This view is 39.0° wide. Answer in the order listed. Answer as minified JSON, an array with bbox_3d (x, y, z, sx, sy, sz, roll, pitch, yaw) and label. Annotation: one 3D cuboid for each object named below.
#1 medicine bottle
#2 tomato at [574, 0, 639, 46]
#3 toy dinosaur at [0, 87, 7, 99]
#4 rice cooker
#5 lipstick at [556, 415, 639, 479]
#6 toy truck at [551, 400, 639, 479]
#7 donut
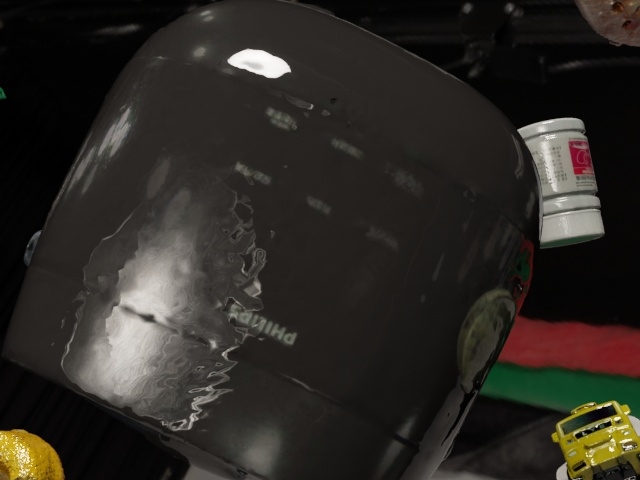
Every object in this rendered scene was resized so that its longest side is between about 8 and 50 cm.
[{"bbox_3d":[0.182,-0.043,0.696,0.058,0.091,0.058,-9,-8,-1],"label":"medicine bottle"},{"bbox_3d":[0.408,-0.351,0.942,0.339,0.143,0.338,-4,-21,-2],"label":"tomato"},{"bbox_3d":[-0.334,-0.173,0.839,0.132,0.059,0.096,14,-65,53],"label":"toy dinosaur"},{"bbox_3d":[-0.021,0.013,0.485,0.267,0.224,0.267,22,-14,6],"label":"rice cooker"},{"bbox_3d":[0.329,0.253,1.060,0.040,0.040,0.141,26,-44,-1],"label":"lipstick"},{"bbox_3d":[0.172,0.136,0.530,0.049,0.054,0.083,-25,-59,11],"label":"toy truck"},{"bbox_3d":[-0.254,0.194,0.691,0.097,0.108,0.043,18,-22,23],"label":"donut"}]
